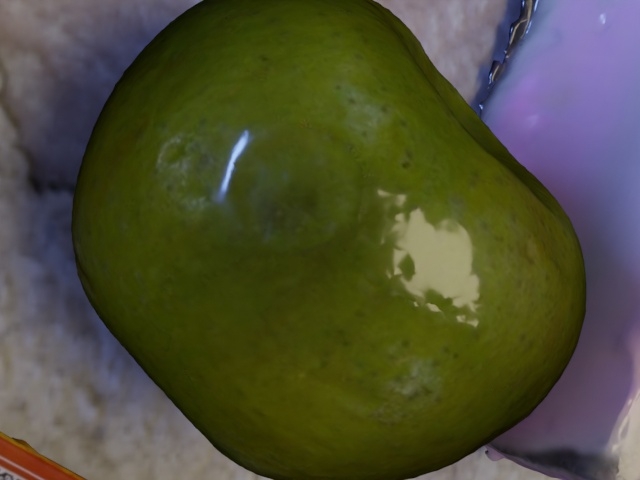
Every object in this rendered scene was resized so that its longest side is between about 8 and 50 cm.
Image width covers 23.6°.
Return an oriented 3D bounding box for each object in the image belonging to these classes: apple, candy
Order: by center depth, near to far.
[{"bbox_3d":[0.000,0.000,0.576,0.157,0.196,0.196,-39,127,5],"label":"apple"},{"bbox_3d":[0.149,-0.012,0.725,0.116,0.155,0.265,31,77,-44],"label":"candy"}]

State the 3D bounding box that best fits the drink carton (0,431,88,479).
[{"bbox_3d":[-0.088,0.131,0.573,0.223,0.096,0.071,40,70,-39],"label":"drink carton"}]
